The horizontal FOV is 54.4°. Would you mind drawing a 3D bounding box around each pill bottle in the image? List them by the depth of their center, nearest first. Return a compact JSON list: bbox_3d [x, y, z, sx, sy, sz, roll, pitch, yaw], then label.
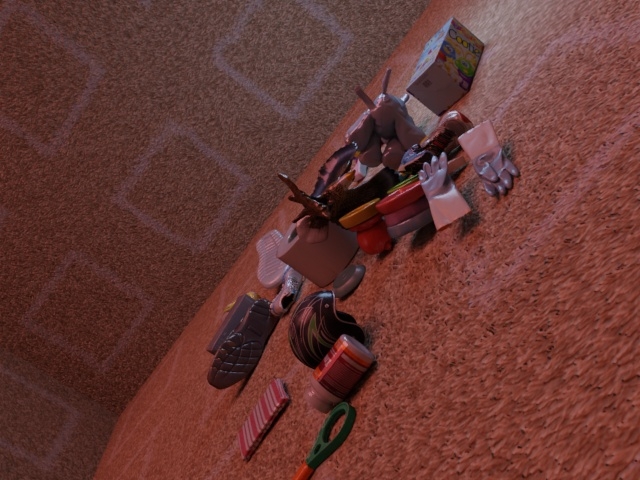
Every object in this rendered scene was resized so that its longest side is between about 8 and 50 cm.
[{"bbox_3d":[0.034,0.275,1.277,0.152,0.086,0.086,-53,13,4],"label":"pill bottle"}]

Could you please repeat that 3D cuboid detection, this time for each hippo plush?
[{"bbox_3d":[0.195,-0.375,2.010,0.234,0.294,0.236,-27,13,16],"label":"hippo plush"}]

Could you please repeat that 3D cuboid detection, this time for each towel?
[{"bbox_3d":[-0.147,0.458,1.599,0.197,0.029,0.144,-57,13,1],"label":"towel"}]

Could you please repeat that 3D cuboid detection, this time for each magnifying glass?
[{"bbox_3d":[-0.008,0.415,1.209,0.231,0.026,0.092,-56,13,-3],"label":"magnifying glass"}]

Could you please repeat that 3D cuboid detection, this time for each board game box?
[{"bbox_3d":[0.400,-0.554,1.979,0.144,0.142,0.275,-39,20,50],"label":"board game box"}]

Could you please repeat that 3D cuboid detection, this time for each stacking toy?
[{"bbox_3d":[0.228,-0.075,1.561,0.279,0.130,0.309,-31,6,-24],"label":"stacking toy"}]

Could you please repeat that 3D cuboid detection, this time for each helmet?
[{"bbox_3d":[0.007,0.200,1.379,0.169,0.161,0.169,-53,9,12],"label":"helmet"}]

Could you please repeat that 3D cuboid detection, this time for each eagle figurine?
[{"bbox_3d":[0.058,-0.137,1.754,0.225,0.227,0.298,-7,16,40],"label":"eagle figurine"}]

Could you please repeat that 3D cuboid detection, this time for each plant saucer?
[{"bbox_3d":[0.071,0.104,1.689,0.119,0.021,0.119,-40,17,15],"label":"plant saucer"}]

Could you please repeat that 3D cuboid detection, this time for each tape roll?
[{"bbox_3d":[0.000,0.000,1.923,0.246,0.169,0.246,-50,14,16],"label":"tape roll"}]

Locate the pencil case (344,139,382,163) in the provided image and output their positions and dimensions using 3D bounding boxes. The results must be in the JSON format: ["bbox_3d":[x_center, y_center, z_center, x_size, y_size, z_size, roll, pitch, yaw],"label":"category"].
[{"bbox_3d":[0.191,-0.403,2.451,0.236,0.104,0.104,-40,19,53],"label":"pencil case"}]

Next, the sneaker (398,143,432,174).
[{"bbox_3d":[0.240,-0.213,1.588,0.162,0.063,0.073,176,102,-77],"label":"sneaker"}]

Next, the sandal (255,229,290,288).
[{"bbox_3d":[-0.165,0.078,2.482,0.169,0.102,0.416,-36,27,10],"label":"sandal"}]

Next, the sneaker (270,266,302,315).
[{"bbox_3d":[-0.098,0.168,2.099,0.083,0.071,0.191,-17,47,60],"label":"sneaker"}]

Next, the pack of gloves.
[{"bbox_3d":[0.316,-0.133,1.331,0.195,0.046,0.232,-30,39,19],"label":"pack of gloves"}]

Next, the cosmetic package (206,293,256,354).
[{"bbox_3d":[-0.291,0.323,2.233,0.238,0.127,0.107,-61,14,-20],"label":"cosmetic package"}]

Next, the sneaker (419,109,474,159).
[{"bbox_3d":[0.316,-0.250,1.621,0.093,0.088,0.225,-51,0,-33],"label":"sneaker"}]

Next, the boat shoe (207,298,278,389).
[{"bbox_3d":[-0.256,0.356,2.074,0.355,0.132,0.130,-53,0,-37],"label":"boat shoe"}]

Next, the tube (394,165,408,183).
[{"bbox_3d":[0.217,-0.172,1.883,0.207,0.052,0.080,-47,23,4],"label":"tube"}]

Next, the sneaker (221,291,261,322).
[{"bbox_3d":[-0.338,0.304,2.526,0.240,0.091,0.126,-44,17,34],"label":"sneaker"}]

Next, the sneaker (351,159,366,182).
[{"bbox_3d":[0.144,-0.272,2.371,0.070,0.051,0.134,-38,24,36],"label":"sneaker"}]
